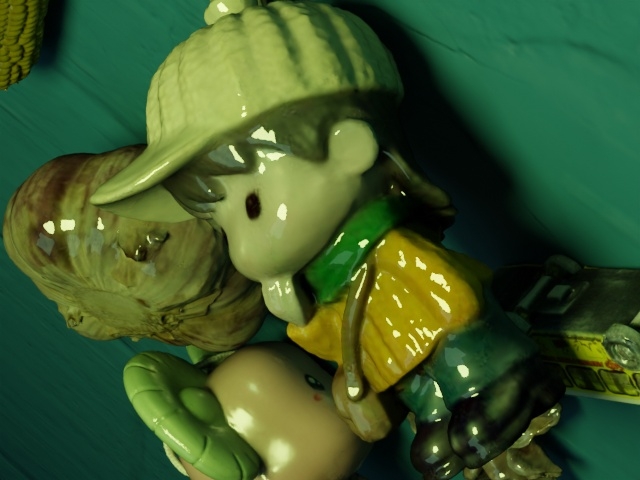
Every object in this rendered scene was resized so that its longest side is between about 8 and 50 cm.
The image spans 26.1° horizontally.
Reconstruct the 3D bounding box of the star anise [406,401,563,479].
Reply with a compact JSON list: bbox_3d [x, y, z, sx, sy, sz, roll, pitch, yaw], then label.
[{"bbox_3d":[0.131,0.151,1.119,0.182,0.065,0.195,49,148,-11],"label":"star anise"}]

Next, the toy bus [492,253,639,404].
[{"bbox_3d":[0.183,0.060,0.902,0.226,0.081,0.074,0,128,53],"label":"toy bus"}]

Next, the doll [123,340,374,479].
[{"bbox_3d":[-0.063,0.202,1.282,0.268,0.216,0.284,43,-169,10],"label":"doll"}]

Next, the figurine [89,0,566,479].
[{"bbox_3d":[0.024,-0.012,0.898,0.332,0.204,0.185,39,150,-1],"label":"figurine"}]

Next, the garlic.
[{"bbox_3d":[-0.151,-0.002,1.201,0.244,0.161,0.245,15,151,8],"label":"garlic"}]

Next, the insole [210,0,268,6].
[{"bbox_3d":[-0.054,-0.145,1.016,0.063,0.010,0.192,30,150,27],"label":"insole"}]

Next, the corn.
[{"bbox_3d":[-0.266,-0.209,1.132,0.091,0.091,0.260,29,151,-2],"label":"corn"}]
